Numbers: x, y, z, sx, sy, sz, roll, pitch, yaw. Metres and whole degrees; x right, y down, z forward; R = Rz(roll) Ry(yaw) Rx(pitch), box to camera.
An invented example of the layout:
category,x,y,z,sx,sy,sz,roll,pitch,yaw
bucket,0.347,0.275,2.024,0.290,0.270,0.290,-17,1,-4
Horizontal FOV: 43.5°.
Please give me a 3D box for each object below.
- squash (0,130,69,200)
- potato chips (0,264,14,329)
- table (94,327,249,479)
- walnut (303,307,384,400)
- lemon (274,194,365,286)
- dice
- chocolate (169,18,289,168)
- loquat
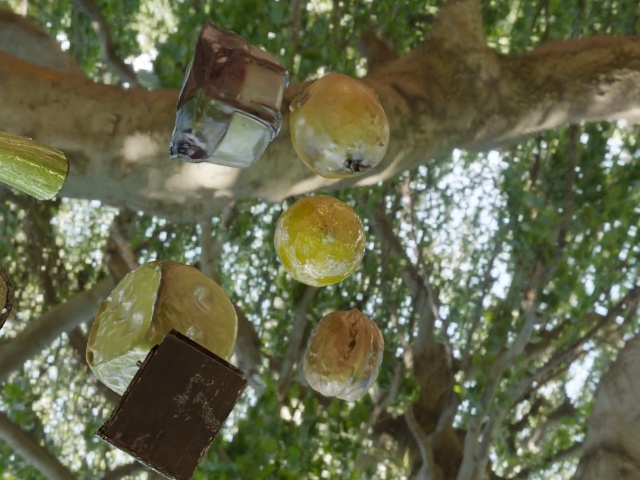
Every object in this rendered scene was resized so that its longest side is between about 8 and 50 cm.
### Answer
category,x,y,z,sx,sy,sz,roll,pitch,yaw
squash,-0.509,-0.129,1.256,0.094,0.094,0.224,29,-174,34
potato chips,-0.693,0.111,1.503,0.220,0.202,0.029,26,161,-1
table,-0.243,0.265,1.331,0.172,0.193,0.169,33,173,-5
walnut,0.047,0.223,1.594,0.155,0.184,0.155,18,170,3
lemon,0.000,0.000,1.530,0.178,0.178,0.203,9,173,-9
dice,-0.332,0.200,1.701,0.227,0.238,0.233,40,-140,-33
chocolate,-0.161,-0.260,1.507,0.186,0.283,0.283,14,-158,-6
loquat,0.023,-0.184,1.274,0.149,0.172,0.204,-33,-116,-13
